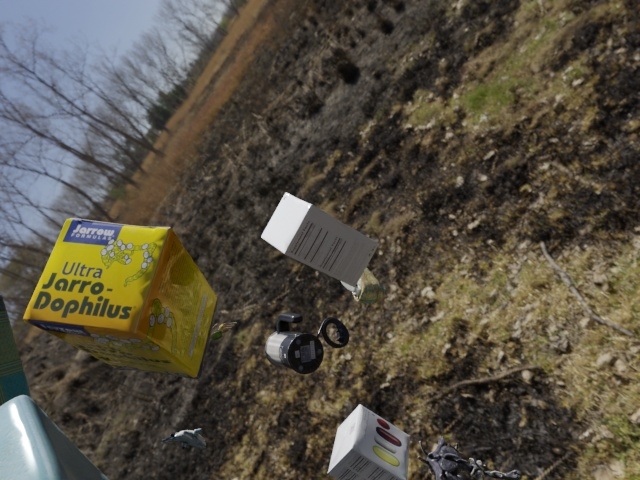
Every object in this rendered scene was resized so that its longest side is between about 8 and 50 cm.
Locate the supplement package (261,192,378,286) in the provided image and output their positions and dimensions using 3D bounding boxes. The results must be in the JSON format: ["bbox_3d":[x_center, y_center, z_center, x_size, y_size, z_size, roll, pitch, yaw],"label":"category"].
[{"bbox_3d":[0.000,0.000,1.198,0.139,0.244,0.133,30,92,54],"label":"supplement package"}]

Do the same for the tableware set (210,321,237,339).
[{"bbox_3d":[-0.298,0.233,1.212,0.104,0.154,0.024,-44,63,28],"label":"tableware set"}]

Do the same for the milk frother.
[{"bbox_3d":[-0.029,0.228,1.049,0.135,0.143,0.129,-13,64,62],"label":"milk frother"}]

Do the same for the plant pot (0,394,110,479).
[{"bbox_3d":[-0.300,0.362,0.455,0.253,0.246,0.248,15,46,45],"label":"plant pot"}]

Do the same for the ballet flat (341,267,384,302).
[{"bbox_3d":[0.097,0.100,1.715,0.123,0.123,0.348,-53,47,17],"label":"ballet flat"}]

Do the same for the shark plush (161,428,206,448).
[{"bbox_3d":[-0.498,0.736,1.745,0.073,0.161,0.067,-36,48,29],"label":"shark plush"}]

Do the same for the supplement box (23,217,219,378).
[{"bbox_3d":[-0.353,0.132,0.927,0.356,0.195,0.195,83,-166,-62],"label":"supplement box"}]

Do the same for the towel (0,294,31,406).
[{"bbox_3d":[-0.901,0.324,1.237,0.040,0.369,0.271,-22,-7,6],"label":"towel"}]

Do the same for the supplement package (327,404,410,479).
[{"bbox_3d":[0.160,0.687,1.522,0.149,0.203,0.194,-56,3,26],"label":"supplement package"}]

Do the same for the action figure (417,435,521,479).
[{"bbox_3d":[0.385,0.638,1.270,0.164,0.276,0.140,-58,-17,-63],"label":"action figure"}]
